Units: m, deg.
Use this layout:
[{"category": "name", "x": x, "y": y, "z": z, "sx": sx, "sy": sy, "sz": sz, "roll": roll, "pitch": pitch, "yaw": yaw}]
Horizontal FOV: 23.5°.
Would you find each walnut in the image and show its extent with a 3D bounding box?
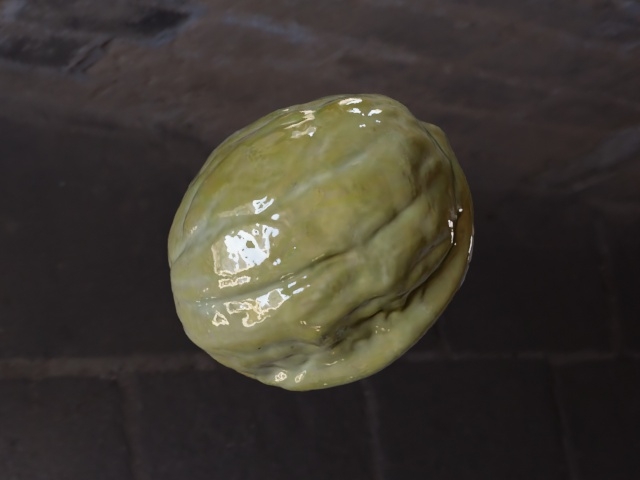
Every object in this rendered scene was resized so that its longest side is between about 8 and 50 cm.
[{"category": "walnut", "x": 0.000, "y": 0.000, "z": 0.427, "sx": 0.092, "sy": 0.092, "sz": 0.092, "roll": 15, "pitch": 65, "yaw": -35}]
